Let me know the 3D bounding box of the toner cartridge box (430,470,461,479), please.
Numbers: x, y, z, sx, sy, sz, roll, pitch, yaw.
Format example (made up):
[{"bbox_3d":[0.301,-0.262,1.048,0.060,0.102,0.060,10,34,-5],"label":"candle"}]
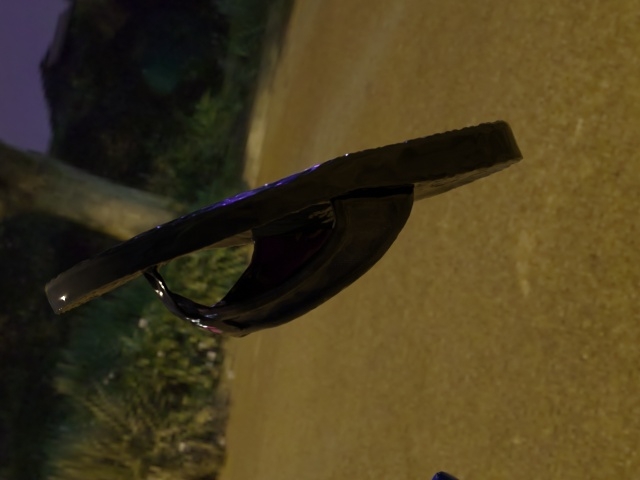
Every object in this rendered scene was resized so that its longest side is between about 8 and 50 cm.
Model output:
[{"bbox_3d":[0.104,0.246,0.623,0.165,0.075,0.348,-56,-32,-4],"label":"toner cartridge box"}]

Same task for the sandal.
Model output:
[{"bbox_3d":[0.002,-0.001,0.903,0.167,0.446,0.107,-25,84,58],"label":"sandal"}]
